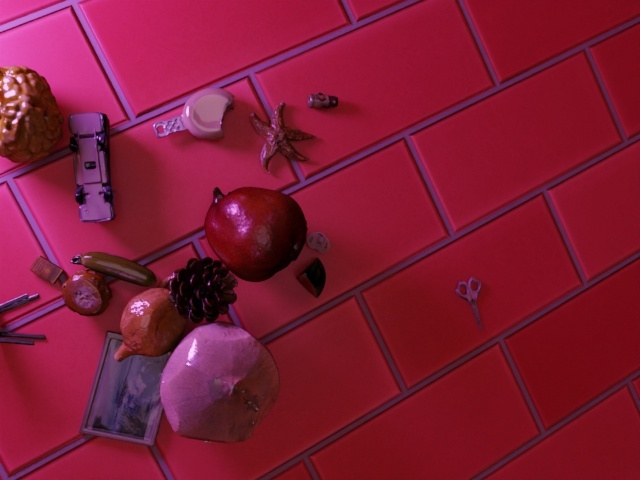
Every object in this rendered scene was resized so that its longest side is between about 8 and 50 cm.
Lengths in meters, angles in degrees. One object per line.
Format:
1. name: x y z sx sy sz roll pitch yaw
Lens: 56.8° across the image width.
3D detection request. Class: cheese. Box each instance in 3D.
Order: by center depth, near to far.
1. cheese: -0.392 -0.396 1.843 0.248 0.071 0.164 1 90 -13

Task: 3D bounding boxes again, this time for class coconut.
1. coconut: -0.294 0.414 1.712 0.346 0.360 0.347 1 87 -13

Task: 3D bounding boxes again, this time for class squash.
1. squash: -0.617 0.079 1.786 0.252 0.066 0.066 20 85 -13

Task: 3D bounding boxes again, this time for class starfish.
1. starfish: -0.133 -0.330 1.920 0.227 0.043 0.241 19 88 -12

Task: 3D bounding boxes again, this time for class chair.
1. chair: -0.928 0.227 1.666 0.246 0.158 0.173 -10 89 -15

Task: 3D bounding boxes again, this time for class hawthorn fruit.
1. hawthorn fruit: -0.198 -0.018 1.787 0.311 0.295 0.295 10 87 12

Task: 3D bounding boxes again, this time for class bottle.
1. bottle: 0.010 -0.460 1.951 0.101 0.047 0.063 -3 80 -14

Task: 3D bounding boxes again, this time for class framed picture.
1. framed picture: -0.580 0.455 1.815 0.231 0.024 0.315 15 85 -12

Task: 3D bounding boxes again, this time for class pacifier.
1. pacifier: 0.000 0.000 1.937 0.083 0.064 0.068 25 67 -12

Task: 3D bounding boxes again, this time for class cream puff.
1. cream puff: -0.686 0.156 1.752 0.126 0.103 0.144 -32 97 2

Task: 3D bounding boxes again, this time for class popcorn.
1. popcorn: -0.852 -0.349 1.660 0.257 0.224 0.270 32 91 5

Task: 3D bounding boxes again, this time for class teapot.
1. teapot: -0.510 0.227 1.772 0.166 0.203 0.311 12 60 27

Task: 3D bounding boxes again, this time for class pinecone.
1. pinecone: -0.330 0.143 1.726 0.207 0.207 0.208 0 90 -13

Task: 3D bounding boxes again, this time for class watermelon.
1. watermelon: -0.034 0.130 1.931 0.094 0.125 0.136 -3 111 16

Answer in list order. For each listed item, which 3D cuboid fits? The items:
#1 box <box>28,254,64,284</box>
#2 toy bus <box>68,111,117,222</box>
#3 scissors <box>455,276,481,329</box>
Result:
1. box: -0.814 0.087 1.762 0.082 0.023 0.052 35 83 -11
2. toy bus: -0.665 -0.209 1.746 0.112 0.138 0.317 -3 91 -8
3. scissors: 0.539 0.225 2.088 0.100 0.015 0.189 -19 95 -15
